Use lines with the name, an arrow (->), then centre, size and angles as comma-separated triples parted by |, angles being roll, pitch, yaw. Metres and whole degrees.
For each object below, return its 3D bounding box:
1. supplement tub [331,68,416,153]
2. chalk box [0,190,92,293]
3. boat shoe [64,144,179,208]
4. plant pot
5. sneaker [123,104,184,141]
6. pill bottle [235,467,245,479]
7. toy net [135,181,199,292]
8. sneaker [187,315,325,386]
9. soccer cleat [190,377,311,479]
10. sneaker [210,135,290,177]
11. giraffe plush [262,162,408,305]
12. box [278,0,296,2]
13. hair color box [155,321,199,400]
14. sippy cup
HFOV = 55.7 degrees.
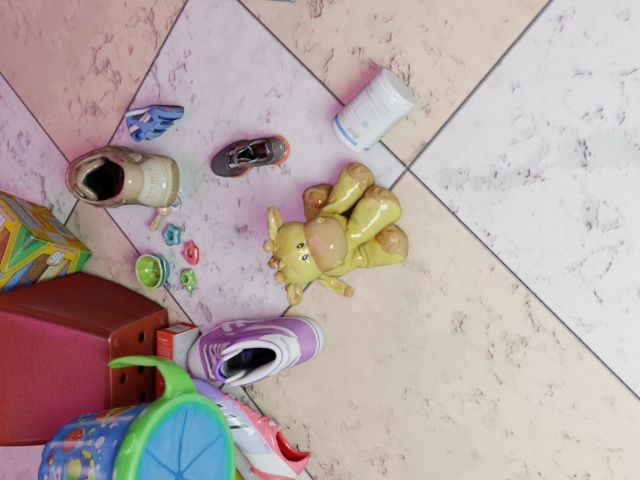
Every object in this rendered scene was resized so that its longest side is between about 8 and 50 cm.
supplement tub -> 0.074, -0.180, 0.853 | 0.107, 0.071, 0.071 | -41, 76, 28
chalk box -> -0.644, 0.070, 1.203 | 0.180, 0.179, 0.289 | 39, 90, 21
boat shoe -> -0.392, -0.118, 1.095 | 0.341, 0.110, 0.121 | 4, 94, 44
plant pot -> -0.426, 0.220, 1.119 | 0.236, 0.267, 0.267 | 4, 99, 17
sneaker -> -0.294, -0.211, 1.084 | 0.144, 0.053, 0.059 | -1, 95, 40
pill bottle -> -0.190, 0.482, 1.018 | 0.334, 0.188, 0.188 | 40, 116, 35
toy net -> -0.279, -0.022, 1.103 | 0.122, 0.045, 0.232 | 8, 101, 31
sneaker -> -0.149, 0.188, 0.988 | 0.282, 0.161, 0.102 | -21, 87, 33
soccer cleat -> -0.124, 0.308, 1.011 | 0.095, 0.083, 0.248 | -41, 96, 11
sneaker -> -0.128, -0.140, 0.984 | 0.158, 0.065, 0.061 | -13, 90, 32
giraffe plush -> 0.000, 0.000, 0.863 | 0.181, 0.170, 0.210 | 51, 118, 15
box -> -0.111, -0.456, 0.947 | 0.186, 0.038, 0.145 | 16, 105, 28
hair color box -> -0.263, 0.228, 1.113 | 0.043, 0.072, 0.141 | 9, 101, 29
sippy cup -> -0.282, 0.345, 0.900 | 0.224, 0.305, 0.240 | -8, 132, 27
